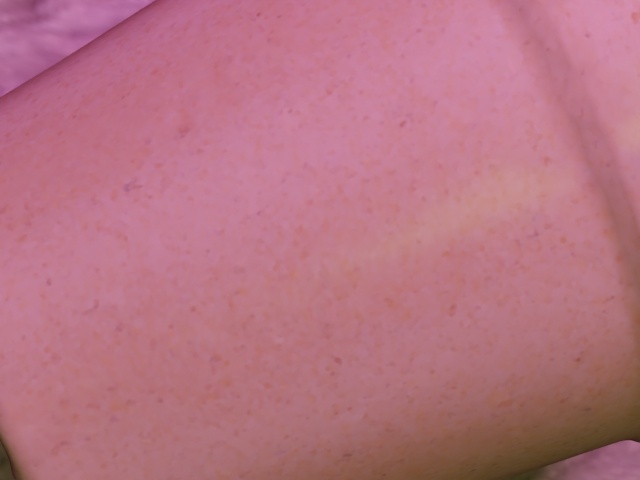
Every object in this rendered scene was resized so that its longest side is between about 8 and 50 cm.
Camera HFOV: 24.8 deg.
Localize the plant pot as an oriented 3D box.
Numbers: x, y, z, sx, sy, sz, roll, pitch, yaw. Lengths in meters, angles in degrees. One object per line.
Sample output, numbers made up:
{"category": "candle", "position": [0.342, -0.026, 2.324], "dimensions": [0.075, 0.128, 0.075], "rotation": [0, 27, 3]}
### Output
{"category": "plant pot", "position": [0.000, 0.000, 0.649], "dimensions": [0.305, 0.334, 0.334], "rotation": [-26, 107, -6]}
